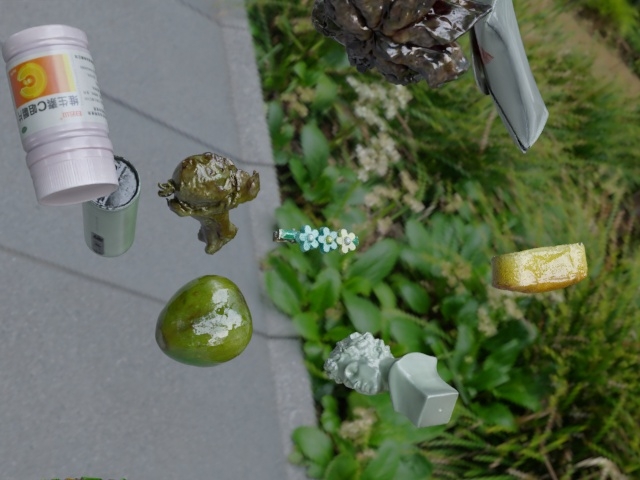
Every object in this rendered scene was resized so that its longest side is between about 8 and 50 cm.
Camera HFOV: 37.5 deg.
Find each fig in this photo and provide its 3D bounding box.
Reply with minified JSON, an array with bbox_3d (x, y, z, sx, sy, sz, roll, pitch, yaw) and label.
[{"bbox_3d":[-0.237,0.166,1.879,0.191,0.181,0.181,-22,78,-35],"label":"fig"}]

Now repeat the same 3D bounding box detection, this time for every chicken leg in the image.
[{"bbox_3d":[-0.232,-0.098,2.156,0.361,0.211,0.140,59,17,-67],"label":"chicken leg"}]

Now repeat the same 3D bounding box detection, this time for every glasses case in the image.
[{"bbox_3d":[0.297,-0.283,1.544,0.308,0.083,0.128,61,37,-40],"label":"glasses case"}]

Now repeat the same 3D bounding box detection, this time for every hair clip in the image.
[{"bbox_3d":[0.000,0.001,1.575,0.173,0.049,0.049,3,57,-34],"label":"hair clip"}]

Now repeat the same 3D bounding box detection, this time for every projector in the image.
[{"bbox_3d":[-0.399,-0.059,1.790,0.108,0.337,0.108,3,74,-12],"label":"projector"}]

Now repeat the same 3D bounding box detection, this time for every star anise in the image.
[{"bbox_3d":[0.093,-0.278,1.212,0.236,0.223,0.109,16,57,6],"label":"star anise"}]

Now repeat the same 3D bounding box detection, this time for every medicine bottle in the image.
[{"bbox_3d":[-0.392,-0.187,1.424,0.133,0.133,0.249,-6,81,-56],"label":"medicine bottle"}]

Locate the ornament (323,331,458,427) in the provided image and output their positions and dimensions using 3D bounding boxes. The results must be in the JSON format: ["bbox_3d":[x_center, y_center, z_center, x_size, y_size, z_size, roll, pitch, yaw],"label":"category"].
[{"bbox_3d":[0.141,0.257,1.803,0.130,0.285,0.120,-3,104,-48],"label":"ornament"}]

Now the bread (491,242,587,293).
[{"bbox_3d":[0.463,0.060,1.997,0.245,0.102,0.094,-7,91,-34],"label":"bread"}]

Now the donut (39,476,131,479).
[{"bbox_3d":[-0.177,0.256,0.805,0.216,0.230,0.096,6,80,-21],"label":"donut"}]
